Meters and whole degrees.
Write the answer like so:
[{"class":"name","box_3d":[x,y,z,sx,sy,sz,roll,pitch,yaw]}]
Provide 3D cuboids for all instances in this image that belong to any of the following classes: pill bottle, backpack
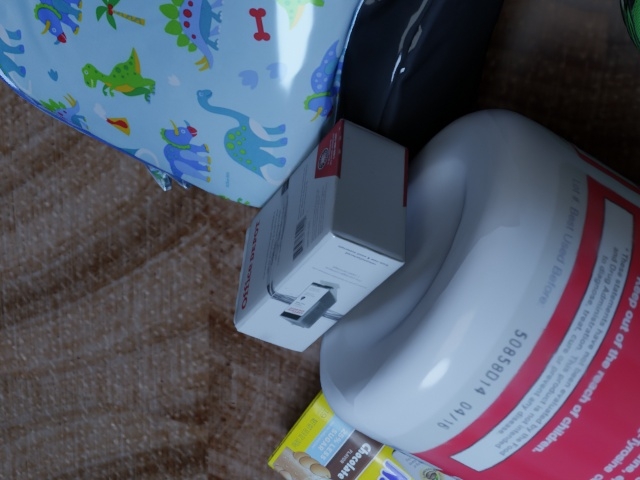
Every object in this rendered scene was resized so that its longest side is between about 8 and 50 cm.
[{"class":"pill bottle","box_3d":[0.223,0.101,0.729,0.408,0.229,0.229,29,122,-15]},{"class":"backpack","box_3d":[-0.073,-0.176,0.791,0.356,0.273,0.290,36,138,20]}]

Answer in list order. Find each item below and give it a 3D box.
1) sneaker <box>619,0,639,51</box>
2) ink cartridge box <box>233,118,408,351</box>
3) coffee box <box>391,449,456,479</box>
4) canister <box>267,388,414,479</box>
[{"class":"sneaker","box_3d":[0.331,-0.067,0.707,0.343,0.146,0.134,38,120,3]},{"class":"ink cartridge box","box_3d":[0.000,0.000,0.718,0.056,0.099,0.135,22,141,-21]},{"class":"coffee box","box_3d":[0.192,0.210,0.884,0.246,0.141,0.098,47,121,0]},{"class":"canister","box_3d":[0.048,0.216,0.988,0.170,0.073,0.126,38,121,6]}]
